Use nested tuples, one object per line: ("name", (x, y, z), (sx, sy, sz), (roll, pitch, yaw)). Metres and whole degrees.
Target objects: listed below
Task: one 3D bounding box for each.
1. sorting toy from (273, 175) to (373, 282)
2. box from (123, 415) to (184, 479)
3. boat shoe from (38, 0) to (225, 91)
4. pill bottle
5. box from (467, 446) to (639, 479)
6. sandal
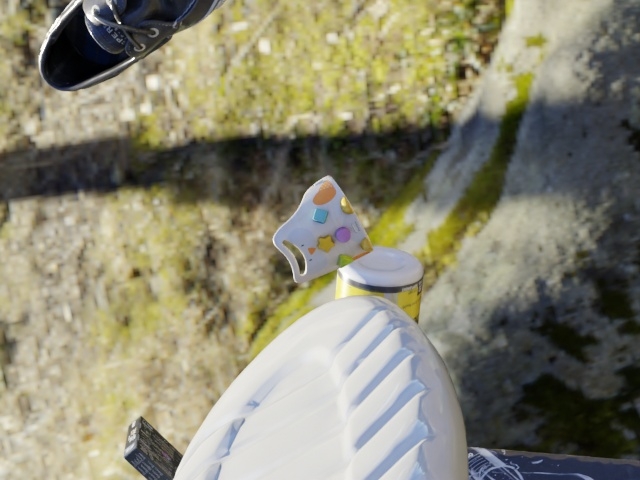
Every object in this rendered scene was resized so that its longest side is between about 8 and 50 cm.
("sorting toy", (0.000, 0.000, 1.210), (0.083, 0.075, 0.045), (60, 176, -23))
("box", (-0.157, 0.220, 1.356), (0.018, 0.067, 0.083), (-40, 108, 11))
("boat shoe", (-0.140, -0.162, 0.978), (0.080, 0.076, 0.228), (45, 147, -21))
("pill bottle", (0.066, 0.107, 1.654), (0.103, 0.103, 0.184), (25, 121, 42))
("box", (0.156, 0.367, 1.208), (0.312, 0.343, 0.179), (-2, 128, 34))
("sandal", (0.013, 0.170, 0.484), (0.169, 0.102, 0.416), (-37, 25, 15))
